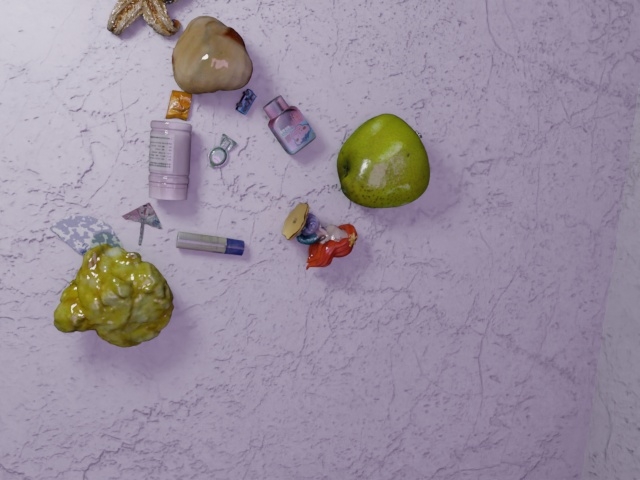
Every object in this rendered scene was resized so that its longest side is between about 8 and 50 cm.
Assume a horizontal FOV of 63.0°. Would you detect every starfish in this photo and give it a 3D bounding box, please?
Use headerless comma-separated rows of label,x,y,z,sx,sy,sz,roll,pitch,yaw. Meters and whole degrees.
starfish,-0.548,-0.777,1.600,0.312,0.113,0.303,0,104,-28

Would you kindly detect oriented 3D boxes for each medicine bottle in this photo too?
medicine bottle,-0.115,-0.406,1.823,0.119,0.094,0.188,-38,110,-6
medicine bottle,-0.386,0.012,1.836,0.231,0.059,0.059,9,98,-20
medicine bottle,-0.492,-0.261,1.707,0.133,0.133,0.249,1,101,-19

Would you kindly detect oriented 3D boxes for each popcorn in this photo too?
popcorn,-0.637,0.196,1.671,0.334,0.293,0.292,30,61,-23

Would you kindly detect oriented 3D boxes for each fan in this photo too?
fan,-0.764,-0.012,1.731,0.240,0.009,0.131,26,91,-21

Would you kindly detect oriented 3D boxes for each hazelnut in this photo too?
hazelnut,-0.346,-0.564,1.662,0.261,0.241,0.261,3,72,-11

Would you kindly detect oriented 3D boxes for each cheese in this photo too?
cheese,-0.344,-0.304,1.803,0.067,0.026,0.120,35,88,-22

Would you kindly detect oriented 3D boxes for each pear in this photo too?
pear,0.212,-0.255,1.893,0.318,0.238,0.342,-30,109,-20

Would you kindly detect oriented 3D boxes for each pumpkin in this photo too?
pumpkin,-0.469,-0.445,1.729,0.073,0.035,0.101,10,100,-17

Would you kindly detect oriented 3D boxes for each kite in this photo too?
kite,-0.608,-0.059,1.776,0.137,0.005,0.152,19,95,-19

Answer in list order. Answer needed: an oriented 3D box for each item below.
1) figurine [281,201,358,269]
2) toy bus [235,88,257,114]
figurine,-0.002,-0.004,1.914,0.257,0.181,0.208,29,51,-23
toy bus,-0.255,-0.476,1.792,0.046,0.038,0.083,30,92,-26
